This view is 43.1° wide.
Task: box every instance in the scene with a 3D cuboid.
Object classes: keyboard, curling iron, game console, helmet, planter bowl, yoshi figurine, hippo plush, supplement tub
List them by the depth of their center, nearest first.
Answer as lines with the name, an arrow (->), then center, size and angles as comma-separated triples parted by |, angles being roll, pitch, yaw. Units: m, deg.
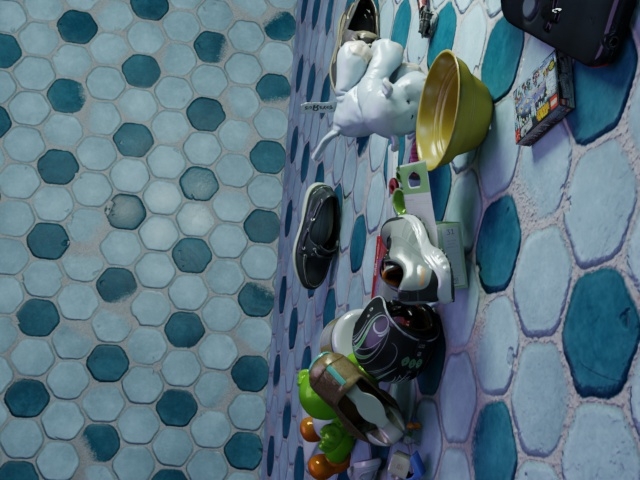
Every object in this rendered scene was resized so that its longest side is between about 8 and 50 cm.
game console -> 0.363, -0.459, 1.095 | 0.342, 0.060, 0.386 | -105, 24, -62
planter bowl -> 0.248, -0.226, 1.449 | 0.217, 0.091, 0.217 | -174, 90, -78
helmet -> 0.140, 0.197, 1.583 | 0.161, 0.170, 0.169 | -59, 24, 33
hippo plush -> 0.125, -0.310, 1.698 | 0.236, 0.294, 0.234 | -156, 50, -70
yoshi figurine -> 0.012, 0.374, 1.777 | 0.203, 0.204, 0.362 | -50, -17, -43
curling iron -> 0.236, -0.573, 1.835 | 0.068, 0.035, 0.273 | 125, 148, -60
supplement tub -> 0.078, 0.242, 1.900 | 0.199, 0.145, 0.144 | 133, 141, -72
keyboard -> 0.173, -0.120, 1.968 | 0.072, 0.014, 0.255 | 118, 156, -74

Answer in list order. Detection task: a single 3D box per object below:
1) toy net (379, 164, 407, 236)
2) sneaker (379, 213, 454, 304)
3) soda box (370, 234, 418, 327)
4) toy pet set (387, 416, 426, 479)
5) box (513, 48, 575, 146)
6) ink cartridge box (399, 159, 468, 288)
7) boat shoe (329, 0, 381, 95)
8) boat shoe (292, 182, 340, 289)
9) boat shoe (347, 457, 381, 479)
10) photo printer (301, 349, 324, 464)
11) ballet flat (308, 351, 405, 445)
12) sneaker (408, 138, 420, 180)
toy net -> 0.161, -0.055, 1.799 | 0.122, 0.045, 0.232 | 59, 153, 28
sneaker -> 0.148, 0.030, 1.445 | 0.271, 0.108, 0.100 | -118, 19, -63
soda box -> 0.158, 0.121, 1.725 | 0.092, 0.084, 0.263 | 172, 105, -78
toy pet set -> 0.181, 0.422, 1.572 | 0.114, 0.065, 0.122 | -2, -70, -70
box -> 0.329, -0.209, 1.202 | 0.137, 0.027, 0.093 | 127, 147, -68
ink cartridge box -> 0.208, -0.030, 1.509 | 0.171, 0.056, 0.234 | -173, 77, -79
boat shoe -> 0.099, -0.530, 2.243 | 0.130, 0.133, 0.355 | 117, 155, -61
boat shoe -> 0.004, -0.001, 2.475 | 0.113, 0.127, 0.339 | 25, 108, 54
boat shoe -> 0.100, 0.538, 1.850 | 0.184, 0.066, 0.063 | 122, 138, -60
photo printer -> 0.031, 0.423, 2.126 | 0.307, 0.107, 0.256 | 110, 162, -47
ballet flat -> 0.097, 0.334, 1.588 | 0.124, 0.116, 0.342 | 34, 166, 45
sneaker -> 0.212, -0.189, 1.742 | 0.057, 0.047, 0.119 | -80, 5, -51
